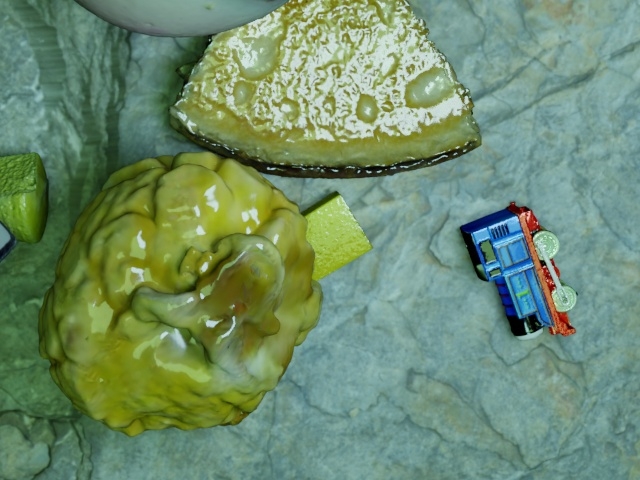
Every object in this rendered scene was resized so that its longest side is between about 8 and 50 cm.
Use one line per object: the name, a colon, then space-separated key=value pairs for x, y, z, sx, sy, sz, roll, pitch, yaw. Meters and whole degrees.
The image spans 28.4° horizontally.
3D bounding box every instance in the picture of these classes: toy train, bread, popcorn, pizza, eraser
toy train: x=0.297 y=0.051 z=1.869 sx=0.131 sy=0.083 sz=0.204 roll=-21 pitch=100 yaw=-1
bread: x=-0.434 y=-0.054 z=1.761 sx=0.114 sy=0.129 sz=0.111 roll=1 pitch=127 yaw=2
popcorn: x=-0.187 y=0.070 z=1.715 sx=0.390 sy=0.344 sz=0.354 roll=-24 pitch=60 yaw=22
pizza: x=-0.023 y=-0.229 z=1.788 sx=0.392 sy=0.080 sz=0.434 roll=-32 pitch=101 yaw=1
eraser: x=0.000 y=0.000 z=1.849 sx=0.122 sy=0.045 sz=0.097 roll=-31 pitch=103 yaw=1

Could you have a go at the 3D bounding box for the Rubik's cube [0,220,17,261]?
Rubik's cube: x=-0.638 y=0.028 z=1.620 sx=0.305 sy=0.301 sz=0.303 roll=-31 pitch=106 yaw=30

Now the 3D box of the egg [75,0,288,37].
egg: x=-0.217 y=-0.418 z=1.610 sx=0.340 sy=0.354 sz=0.354 roll=-13 pitch=106 yaw=39
